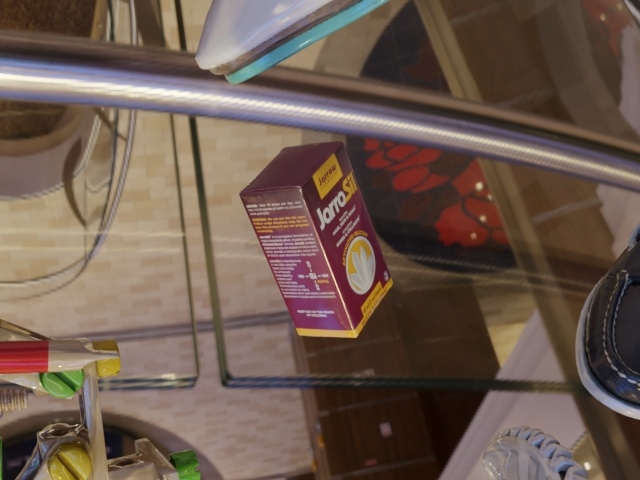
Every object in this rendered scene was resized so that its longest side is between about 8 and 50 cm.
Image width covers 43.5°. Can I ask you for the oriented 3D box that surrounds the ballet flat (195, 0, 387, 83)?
[{"bbox_3d":[0.086,-0.226,0.404,0.400,0.139,0.139,-26,144,15],"label":"ballet flat"}]

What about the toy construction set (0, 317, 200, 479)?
[{"bbox_3d":[-0.215,0.159,0.699,0.237,0.258,0.309,0,155,-21],"label":"toy construction set"}]

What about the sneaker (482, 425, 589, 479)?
[{"bbox_3d":[0.215,0.270,0.760,0.118,0.292,0.110,-27,105,-9],"label":"sneaker"}]

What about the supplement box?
[{"bbox_3d":[0.000,0.000,0.870,0.080,0.104,0.188,-2,122,34],"label":"supplement box"}]

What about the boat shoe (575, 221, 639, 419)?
[{"bbox_3d":[0.304,0.020,0.670,0.114,0.302,0.091,27,138,18],"label":"boat shoe"}]
